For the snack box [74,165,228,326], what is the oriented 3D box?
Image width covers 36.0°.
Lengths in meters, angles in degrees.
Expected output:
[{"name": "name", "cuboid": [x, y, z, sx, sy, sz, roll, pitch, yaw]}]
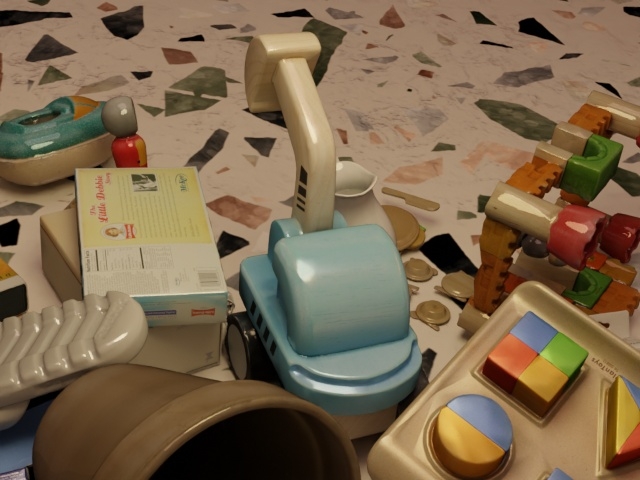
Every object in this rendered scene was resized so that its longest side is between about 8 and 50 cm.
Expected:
[{"name": "snack box", "cuboid": [-0.249, 0.000, 1.398, 0.187, 0.060, 0.322, -2, 36, -15]}]

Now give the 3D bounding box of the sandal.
[{"name": "sandal", "cuboid": [-0.402, 0.178, 1.211, 0.416, 0.102, 0.169, -14, 36, 11]}]

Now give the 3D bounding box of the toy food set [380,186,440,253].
[{"name": "toy food set", "cuboid": [0.114, -0.012, 1.705, 0.132, 0.038, 0.192, 21, 48, 27]}]

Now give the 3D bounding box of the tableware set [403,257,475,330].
[{"name": "tableware set", "cuboid": [0.171, 0.080, 1.595, 0.141, 0.020, 0.169, 28, 41, 27]}]

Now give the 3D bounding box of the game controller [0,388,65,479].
[{"name": "game controller", "cuboid": [-0.371, 0.256, 1.205, 0.319, 0.067, 0.166, -20, 44, -34]}]

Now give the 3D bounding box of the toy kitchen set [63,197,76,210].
[{"name": "toy kitchen set", "cuboid": [-0.389, -0.042, 1.647, 0.083, 0.075, 0.068, 34, 22, -38]}]

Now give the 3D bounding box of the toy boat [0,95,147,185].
[{"name": "toy boat", "cuboid": [-0.411, -0.185, 1.689, 0.318, 0.148, 0.267, 12, 30, 39]}]

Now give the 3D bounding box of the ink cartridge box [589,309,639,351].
[{"name": "ink cartridge box", "cuboid": [0.399, 0.193, 1.339, 0.104, 0.181, 0.061, -6, 6, -19]}]

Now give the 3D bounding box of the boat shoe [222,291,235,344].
[{"name": "boat shoe", "cuboid": [-0.163, 0.092, 1.485, 0.063, 0.066, 0.184, -11, 30, -23]}]

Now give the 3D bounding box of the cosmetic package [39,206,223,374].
[{"name": "cosmetic package", "cuboid": [-0.283, 0.070, 1.442, 0.160, 0.113, 0.309, -16, 41, -30]}]

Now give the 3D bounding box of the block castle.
[{"name": "block castle", "cuboid": [0.416, -0.012, 1.529, 0.213, 0.303, 0.453, 26, 40, 23]}]

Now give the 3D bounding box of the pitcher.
[{"name": "pitcher", "cuboid": [0.044, -0.034, 1.555, 0.125, 0.207, 0.178, -18, 37, -8]}]

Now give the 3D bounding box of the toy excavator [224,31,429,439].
[{"name": "toy excavator", "cuboid": [0.000, 0.000, 1.306, 0.222, 0.445, 0.433, -7, 38, -21]}]

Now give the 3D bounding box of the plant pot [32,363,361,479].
[{"name": "plant pot", "cuboid": [-0.164, 0.268, 1.062, 0.323, 0.323, 0.280, -20, 27, -33]}]

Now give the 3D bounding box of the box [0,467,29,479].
[{"name": "box", "cuboid": [-0.356, 0.365, 1.038, 0.136, 0.036, 0.225, -9, 60, -23]}]

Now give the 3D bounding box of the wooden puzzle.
[{"name": "wooden puzzle", "cuboid": [0.281, 0.243, 1.193, 0.322, 0.080, 0.348, 37, 67, 20]}]

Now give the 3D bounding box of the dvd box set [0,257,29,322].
[{"name": "dvd box set", "cuboid": [-0.678, 0.033, 1.459, 0.307, 0.062, 0.420, -25, 47, -37]}]
